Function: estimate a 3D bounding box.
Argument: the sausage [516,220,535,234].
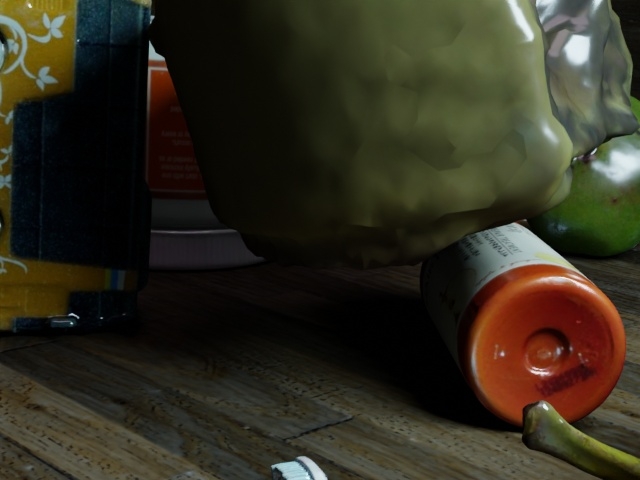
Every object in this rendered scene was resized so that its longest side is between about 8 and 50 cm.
[{"bbox_3d":[0.205,-0.023,1.303,0.132,0.024,0.024,7,13,25],"label":"sausage"}]

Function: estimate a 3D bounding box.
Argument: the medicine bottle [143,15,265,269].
[{"bbox_3d":[-0.149,-0.112,1.134,0.253,0.240,0.252,2,11,0],"label":"medicine bottle"}]

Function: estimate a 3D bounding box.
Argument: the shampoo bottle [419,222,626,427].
[{"bbox_3d":[0.132,0.042,0.801,0.104,0.104,0.278,2,12,-4],"label":"shampoo bottle"}]

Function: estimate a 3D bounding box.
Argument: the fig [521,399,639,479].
[{"bbox_3d":[0.254,0.091,0.523,0.249,0.186,0.204,-37,-17,10],"label":"fig"}]

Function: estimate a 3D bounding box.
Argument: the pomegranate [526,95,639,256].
[{"bbox_3d":[0.310,-0.063,1.208,0.187,0.187,0.225,10,-15,30],"label":"pomegranate"}]

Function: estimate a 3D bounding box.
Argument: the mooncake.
[{"bbox_3d":[0.089,-0.132,0.790,0.394,0.246,0.393,-21,8,-24],"label":"mooncake"}]

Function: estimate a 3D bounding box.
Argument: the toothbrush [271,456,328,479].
[{"bbox_3d":[0.017,0.152,0.467,0.027,0.021,0.269,-13,15,-12],"label":"toothbrush"}]

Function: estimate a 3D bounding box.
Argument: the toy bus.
[{"bbox_3d":[-0.215,-0.069,0.850,0.167,0.275,0.138,3,12,-14],"label":"toy bus"}]
